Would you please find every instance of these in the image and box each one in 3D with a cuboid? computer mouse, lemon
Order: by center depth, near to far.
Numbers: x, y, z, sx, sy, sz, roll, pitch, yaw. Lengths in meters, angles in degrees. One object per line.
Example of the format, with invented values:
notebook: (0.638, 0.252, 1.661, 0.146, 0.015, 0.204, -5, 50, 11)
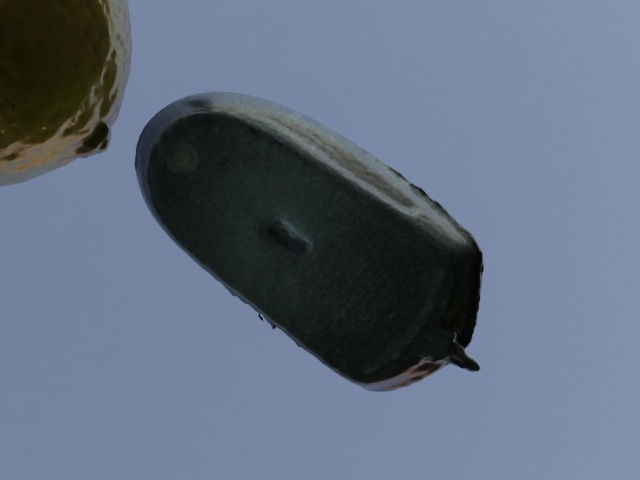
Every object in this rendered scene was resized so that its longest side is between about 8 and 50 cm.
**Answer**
computer mouse: (0.000, -0.002, 0.824, 0.229, 0.068, 0.113, 37, -71, 2)
lemon: (-0.274, -0.173, 1.139, 0.267, 0.267, 0.267, -1, -89, -34)
